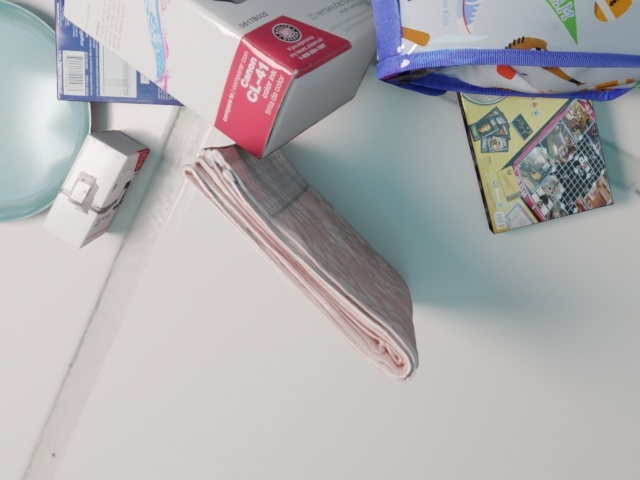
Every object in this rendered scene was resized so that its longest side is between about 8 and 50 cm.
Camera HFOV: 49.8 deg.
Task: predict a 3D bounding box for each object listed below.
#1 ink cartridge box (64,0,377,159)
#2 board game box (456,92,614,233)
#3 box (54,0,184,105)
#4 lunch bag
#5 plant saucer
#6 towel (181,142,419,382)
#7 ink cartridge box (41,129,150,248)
[{"bbox_3d":[-0.108,-0.262,0.810,0.306,0.226,0.131,38,134,8],"label":"ink cartridge box"},{"bbox_3d":[0.283,-0.146,0.930,0.165,0.042,0.243,-14,99,8],"label":"board game box"},{"bbox_3d":[-0.241,-0.254,0.942,0.225,0.036,0.136,1,102,-11],"label":"box"},{"bbox_3d":[0.226,-0.322,0.737,0.386,0.239,0.327,-4,93,-22],"label":"lunch bag"},{"bbox_3d":[-0.475,-0.184,0.993,0.318,0.043,0.317,1,101,6],"label":"plant saucer"},{"bbox_3d":[0.000,0.000,0.839,0.053,0.332,0.317,-43,93,12],"label":"towel"},{"bbox_3d":[-0.312,-0.073,0.965,0.063,0.109,0.150,30,102,-5],"label":"ink cartridge box"}]
